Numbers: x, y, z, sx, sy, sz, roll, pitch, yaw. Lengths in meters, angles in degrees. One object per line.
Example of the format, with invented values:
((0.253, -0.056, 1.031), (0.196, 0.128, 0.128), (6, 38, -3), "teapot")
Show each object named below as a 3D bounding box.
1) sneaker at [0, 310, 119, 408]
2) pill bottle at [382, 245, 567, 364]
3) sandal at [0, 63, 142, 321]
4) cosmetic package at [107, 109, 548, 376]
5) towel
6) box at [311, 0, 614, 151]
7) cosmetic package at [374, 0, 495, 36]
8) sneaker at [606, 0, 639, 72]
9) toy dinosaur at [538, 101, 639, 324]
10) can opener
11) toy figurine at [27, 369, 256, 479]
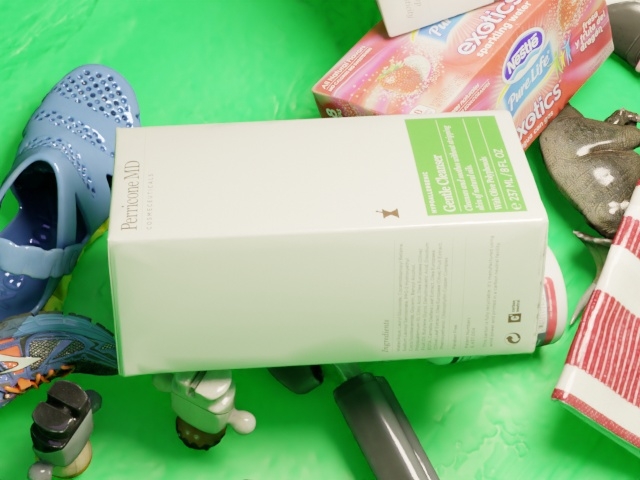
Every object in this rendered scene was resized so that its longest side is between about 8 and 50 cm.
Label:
((-0.283, 0.117, 1.346), (0.221, 0.083, 0.087), (-2, 67, -11), "sneaker")
((0.138, 0.063, 1.464), (0.180, 0.108, 0.108), (-9, 66, -13), "pill bottle")
((-0.256, -0.046, 1.442), (0.126, 0.138, 0.317), (16, 61, 2), "sandal")
((0.000, 0.000, 1.333), (0.365, 0.155, 0.197), (-3, 35, -5), "cosmetic package")
((0.376, 0.065, 1.471), (0.237, 0.037, 0.329), (33, 70, -18), "towel")
((0.151, -0.177, 1.538), (0.154, 0.142, 0.300), (24, 59, 37), "box")
((0.074, -0.413, 1.543), (0.156, 0.217, 0.385), (-18, 41, 2), "cosmetic package")
((0.411, -0.167, 1.619), (0.295, 0.104, 0.147), (21, 58, -3), "sneaker")
((0.296, -0.073, 1.550), (0.160, 0.121, 0.314), (-12, 70, -29), "toy dinosaur")
((0.033, 0.163, 1.431), (0.093, 0.074, 0.280), (-38, 70, 13), "can opener")
((-0.149, 0.220, 1.330), (0.213, 0.148, 0.210), (-15, 61, -13), "toy figurine")
